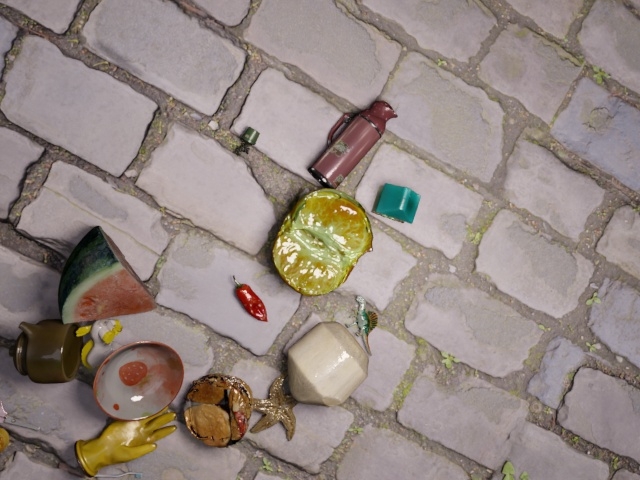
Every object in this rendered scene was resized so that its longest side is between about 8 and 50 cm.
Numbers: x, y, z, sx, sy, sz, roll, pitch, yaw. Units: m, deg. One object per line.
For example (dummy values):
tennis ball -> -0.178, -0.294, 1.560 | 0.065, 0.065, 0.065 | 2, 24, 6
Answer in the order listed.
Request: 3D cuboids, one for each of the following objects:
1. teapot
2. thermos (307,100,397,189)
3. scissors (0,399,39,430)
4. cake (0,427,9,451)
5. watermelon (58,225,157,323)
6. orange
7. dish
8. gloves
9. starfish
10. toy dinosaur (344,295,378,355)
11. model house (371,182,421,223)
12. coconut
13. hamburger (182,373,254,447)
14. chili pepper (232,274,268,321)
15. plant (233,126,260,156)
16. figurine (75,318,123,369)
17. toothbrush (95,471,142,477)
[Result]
teapot -> -0.810, 0.332, 1.496 | 0.175, 0.185, 0.267 | 3, 127, -5
thermos -> 0.101, -0.317, 1.634 | 0.330, 0.136, 0.109 | -49, 126, -3
scissors -> -0.951, 0.545, 1.558 | 0.189, 0.015, 0.100 | 27, 69, -17
cake -> -0.993, 0.610, 1.547 | 0.084, 0.044, 0.084 | -1, 93, -10
watermelon -> -0.624, 0.135, 1.477 | 0.293, 0.250, 0.283 | 29, 94, -6
orange -> -0.004, -0.001, 1.584 | 0.263, 0.196, 0.334 | 28, 93, -23
dish -> -0.556, 0.412, 1.556 | 0.260, 0.085, 0.260 | -9, 108, -29
gloves -> -0.591, 0.600, 1.584 | 0.294, 0.116, 0.133 | -27, 103, -13
starfish -> -0.139, 0.548, 1.671 | 0.277, 0.062, 0.235 | -3, 99, -12
toy dinosaur -> 0.152, 0.280, 1.700 | 0.106, 0.044, 0.187 | -41, 97, -20
model house -> 0.246, -0.118, 1.635 | 0.127, 0.149, 0.100 | 18, 87, -8
coconut -> 0.012, 0.394, 1.589 | 0.266, 0.237, 0.237 | -40, 98, -11
hamburger -> -0.319, 0.530, 1.599 | 0.231, 0.107, 0.230 | 1, 96, 7
chili pepper -> -0.226, 0.191, 1.632 | 0.059, 0.050, 0.191 | -41, 106, -21
plant -> -0.232, -0.305, 1.607 | 0.051, 0.051, 0.102 | 32, 99, -9
figurine -> -0.667, 0.324, 1.563 | 0.130, 0.109, 0.178 | -3, 114, -14
toothbrush -> -0.648, 0.742, 1.620 | 0.162, 0.014, 0.017 | 5, 73, -8
